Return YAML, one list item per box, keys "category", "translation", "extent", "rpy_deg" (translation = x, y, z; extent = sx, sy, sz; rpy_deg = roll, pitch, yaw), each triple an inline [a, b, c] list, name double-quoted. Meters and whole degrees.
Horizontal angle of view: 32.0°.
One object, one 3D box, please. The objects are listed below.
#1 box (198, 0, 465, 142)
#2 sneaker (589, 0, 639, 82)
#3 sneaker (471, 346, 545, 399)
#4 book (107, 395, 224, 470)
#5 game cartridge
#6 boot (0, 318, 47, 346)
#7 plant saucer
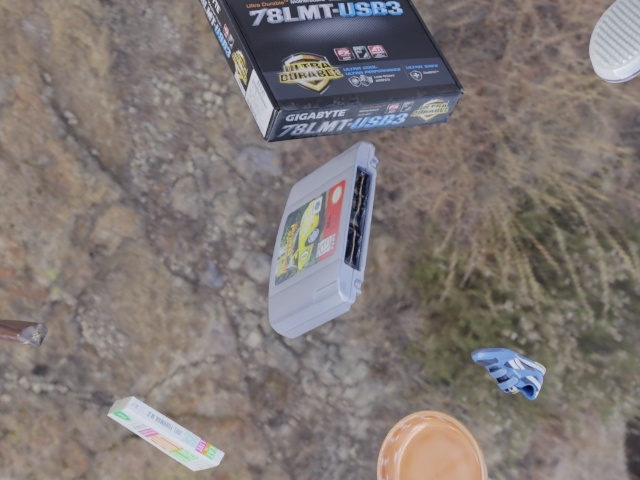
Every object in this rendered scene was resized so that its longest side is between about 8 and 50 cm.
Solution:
- category: "box"
  translation: [0.010, -0.279, 1.562]
  extent: [0.295, 0.293, 0.073]
  rpy_deg: [-9, 148, -26]
- category: "sneaker"
  translation: [0.454, -0.265, 1.449]
  extent: [0.282, 0.102, 0.161]
  rpy_deg: [-50, 132, -25]
- category: "sneaker"
  translation: [0.311, 0.218, 1.846]
  extent: [0.144, 0.053, 0.059]
  rpy_deg: [23, 65, -21]
- category: "book"
  translation: [-0.204, 0.253, 1.477]
  extent: [0.144, 0.096, 0.035]
  rpy_deg: [35, 67, -13]
- category: "game cartridge"
  translation: [0.000, 0.000, 1.749]
  extent: [0.060, 0.196, 0.294]
  rpy_deg: [27, 52, -25]
- category: "boot"
  translation: [-0.388, 0.104, 1.306]
  extent: [0.106, 0.114, 0.037]
  rpy_deg: [-13, 114, -68]
- category: "plant saucer"
  translation: [0.178, 0.365, 1.740]
  extent: [0.037, 0.200, 0.200]
  rpy_deg: [11, 103, -50]
